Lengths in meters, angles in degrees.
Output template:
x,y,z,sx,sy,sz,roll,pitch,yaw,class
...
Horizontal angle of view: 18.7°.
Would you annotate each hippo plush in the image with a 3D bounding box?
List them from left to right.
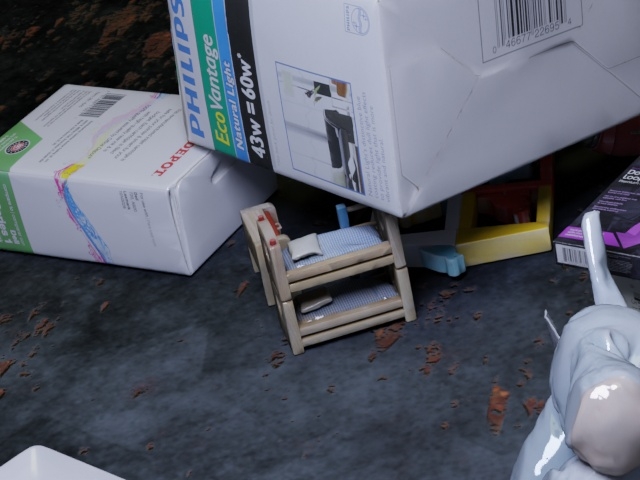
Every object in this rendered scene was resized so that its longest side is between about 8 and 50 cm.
x,y,z,sx,sy,sz,roll,pitch,yaw,class
0.288,0.171,1.538,0.237,0.234,0.294,15,31,-3,hippo plush

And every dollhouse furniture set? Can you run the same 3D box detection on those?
x,y,z,sx,sy,sz,roll,pitch,yaw,class
0.000,0.000,1.955,0.129,0.129,0.183,-16,30,-7,dollhouse furniture set

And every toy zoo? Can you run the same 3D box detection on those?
x,y,z,sx,sy,sz,roll,pitch,yaw,class
0.153,-0.044,2.075,0.192,0.030,0.293,-5,30,11,toy zoo

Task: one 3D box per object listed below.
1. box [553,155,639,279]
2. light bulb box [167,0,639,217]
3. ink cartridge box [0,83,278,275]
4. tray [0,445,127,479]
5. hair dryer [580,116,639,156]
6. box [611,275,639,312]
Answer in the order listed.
x,y,z,sx,sy,sz,roll,pitch,yaw,class
0.292,-0.020,1.686,0.116,0.029,0.162,11,36,36,box
0.087,-0.215,1.983,0.358,0.225,0.361,-23,28,-33,light bulb box
-0.216,-0.072,2.169,0.278,0.117,0.201,7,35,29,ink cartridge box
-0.208,0.257,1.683,0.270,0.030,0.145,15,37,39,tray
0.318,-0.165,2.143,0.294,0.080,0.223,13,33,14,hair dryer
0.372,0.028,1.755,0.232,0.148,0.127,-32,35,-30,box
